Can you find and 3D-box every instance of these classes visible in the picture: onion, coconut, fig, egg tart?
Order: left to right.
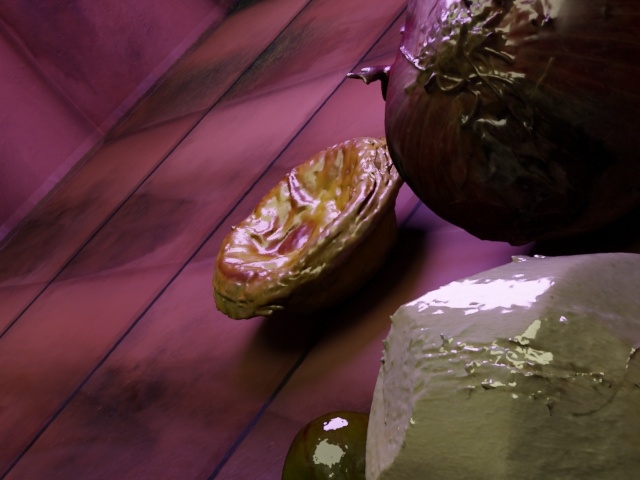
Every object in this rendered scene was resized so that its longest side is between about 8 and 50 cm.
[{"bbox_3d":[0.000,0.000,1.451,0.295,0.116,0.295,-32,25,17],"label":"egg tart"},{"bbox_3d":[0.033,0.242,0.952,0.124,0.124,0.236,-30,41,22],"label":"fig"},{"bbox_3d":[0.207,-0.165,1.172,0.353,0.353,0.353,-33,22,16],"label":"onion"},{"bbox_3d":[0.146,0.126,0.791,0.247,0.245,0.245,-5,40,46],"label":"coconut"}]
